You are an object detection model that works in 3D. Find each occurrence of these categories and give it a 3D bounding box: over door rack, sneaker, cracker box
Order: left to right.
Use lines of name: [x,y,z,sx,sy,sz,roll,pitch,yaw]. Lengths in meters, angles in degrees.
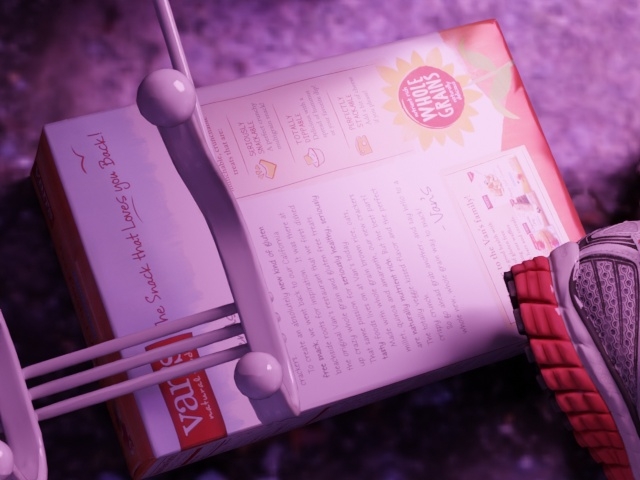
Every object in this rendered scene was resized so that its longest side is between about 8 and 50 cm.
over door rack: [-0.165,-0.054,0.608,0.239,0.108,0.324,-17,78,5]
cracker box: [0.000,0.000,0.707,0.232,0.067,0.156,-15,77,-21]
sneaker: [0.170,0.089,0.660,0.092,0.088,0.225,-29,111,13]

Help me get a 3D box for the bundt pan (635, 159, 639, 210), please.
bundt pan: [0.316,-0.067,0.700,0.331,0.331,0.124,-46,103,-23]
